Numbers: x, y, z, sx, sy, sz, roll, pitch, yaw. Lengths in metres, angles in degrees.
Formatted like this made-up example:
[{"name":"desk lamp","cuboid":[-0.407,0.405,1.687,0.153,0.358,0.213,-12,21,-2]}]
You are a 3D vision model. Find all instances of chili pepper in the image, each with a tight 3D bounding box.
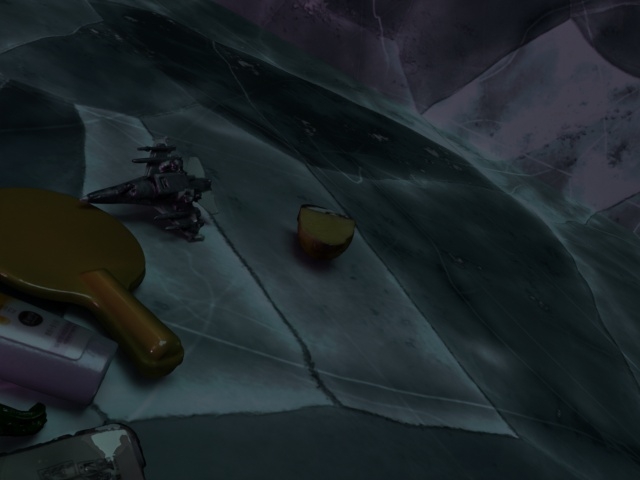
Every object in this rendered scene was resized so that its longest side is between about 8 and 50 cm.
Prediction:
[{"name":"chili pepper","cuboid":[-0.264,0.136,0.512,0.117,0.035,0.055,7,2,-43]}]

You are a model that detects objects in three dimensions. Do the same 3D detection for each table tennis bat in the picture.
[{"name":"table tennis bat","cuboid":[-0.258,0.032,0.716,0.320,0.050,0.198,40,24,26]}]

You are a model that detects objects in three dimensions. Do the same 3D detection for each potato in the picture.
[{"name":"potato","cuboid":[0.000,0.000,1.037,0.096,0.067,0.103,15,30,2]}]

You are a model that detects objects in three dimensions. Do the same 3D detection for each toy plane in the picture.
[{"name":"toy plane","cuboid":[-0.214,-0.070,0.892,0.234,0.082,0.160,-10,79,-66]}]

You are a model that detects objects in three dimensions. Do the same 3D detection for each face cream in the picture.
[{"name":"face cream","cuboid":[-0.283,0.081,0.582,0.198,0.057,0.084,25,25,-13]}]

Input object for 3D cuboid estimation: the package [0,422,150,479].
[{"name":"package","cuboid":[-0.216,0.207,0.454,0.231,0.040,0.166,-4,38,-38]}]
